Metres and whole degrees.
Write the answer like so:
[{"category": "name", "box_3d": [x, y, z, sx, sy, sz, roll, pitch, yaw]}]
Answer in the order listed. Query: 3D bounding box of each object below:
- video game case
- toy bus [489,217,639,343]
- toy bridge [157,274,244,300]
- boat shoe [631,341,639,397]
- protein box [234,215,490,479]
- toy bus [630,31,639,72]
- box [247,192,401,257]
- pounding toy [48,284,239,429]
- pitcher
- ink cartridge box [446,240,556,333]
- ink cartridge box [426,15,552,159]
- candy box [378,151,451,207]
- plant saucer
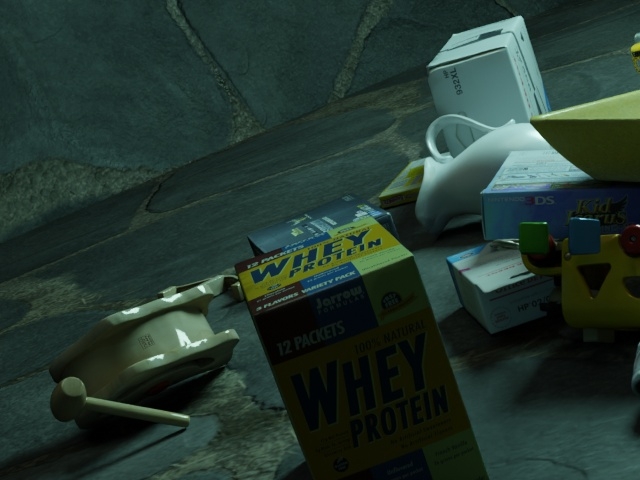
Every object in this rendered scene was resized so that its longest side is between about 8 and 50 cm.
[{"category": "video game case", "box_3d": [0.338, -0.058, 1.521, 0.270, 0.061, 0.244, -1, 13, 17]}, {"category": "toy bus", "box_3d": [0.269, 0.045, 1.242, 0.191, 0.104, 0.202, 2, -8, -4]}, {"category": "toy bridge", "box_3d": [-0.163, 0.072, 1.953, 0.188, 0.026, 0.063, -7, 15, 44]}, {"category": "boat shoe", "box_3d": [0.332, 0.099, 1.039, 0.184, 0.066, 0.063, -3, 40, 35]}, {"category": "protein box", "box_3d": [0.029, 0.107, 1.118, 0.136, 0.201, 0.200, -21, 13, -4]}, {"category": "toy bus", "box_3d": [0.634, -0.326, 2.206, 0.108, 0.130, 0.333, -9, 16, 36]}, {"category": "box", "box_3d": [0.000, 0.000, 1.939, 0.183, 0.059, 0.233, -22, 12, -7]}, {"category": "pounding toy", "box_3d": [-0.205, 0.171, 1.508, 0.269, 0.155, 0.154, -18, -20, -40]}, {"category": "pitcher", "box_3d": [0.236, -0.111, 1.813, 0.207, 0.177, 0.125, -15, -24, 31]}, {"category": "ink cartridge box", "box_3d": [0.211, 0.047, 1.423, 0.104, 0.061, 0.181, -19, 12, -3]}, {"category": "ink cartridge box", "box_3d": [0.273, -0.206, 2.025, 0.129, 0.223, 0.307, -15, 14, 17]}, {"category": "candy box", "box_3d": [0.175, -0.106, 2.199, 0.105, 0.027, 0.206, -11, 15, 24]}, {"category": "plant saucer", "box_3d": [0.455, -0.120, 1.409, 0.333, 0.081, 0.333, -17, 15, -39]}]
